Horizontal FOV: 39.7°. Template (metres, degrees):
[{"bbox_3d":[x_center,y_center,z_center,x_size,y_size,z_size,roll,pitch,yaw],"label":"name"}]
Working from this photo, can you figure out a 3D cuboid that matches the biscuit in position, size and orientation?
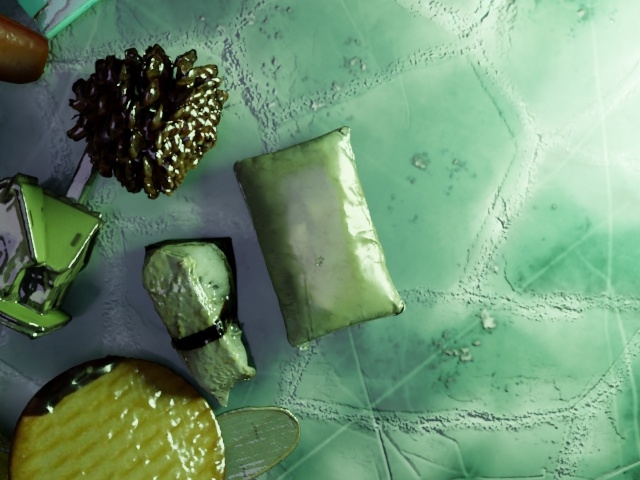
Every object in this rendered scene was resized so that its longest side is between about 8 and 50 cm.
[{"bbox_3d":[-0.287,0.320,1.280,0.318,0.040,0.318,11,62,-22],"label":"biscuit"}]

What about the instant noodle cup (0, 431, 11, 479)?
[{"bbox_3d":[-0.519,0.353,1.292,0.153,0.205,0.205,36,94,-11],"label":"instant noodle cup"}]

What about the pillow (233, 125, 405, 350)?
[{"bbox_3d":[0.000,0.000,1.321,0.185,0.075,0.302,-17,93,1],"label":"pillow"}]

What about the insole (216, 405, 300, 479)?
[{"bbox_3d":[-0.198,0.341,1.383,0.348,0.009,0.119,-15,96,0],"label":"insole"}]

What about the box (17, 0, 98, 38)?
[{"bbox_3d":[-0.406,-0.435,1.288,0.162,0.041,0.229,-37,95,3],"label":"box"}]

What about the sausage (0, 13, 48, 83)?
[{"bbox_3d":[-0.480,-0.286,1.186,0.083,0.300,0.089,38,96,25],"label":"sausage"}]

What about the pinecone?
[{"bbox_3d":[-0.244,-0.174,1.234,0.221,0.221,0.221,0,95,-1],"label":"pinecone"}]

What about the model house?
[{"bbox_3d":[-0.401,-0.034,1.249,0.205,0.218,0.278,27,90,-4],"label":"model house"}]

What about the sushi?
[{"bbox_3d":[-0.179,0.131,1.312,0.134,0.109,0.273,-10,95,0],"label":"sushi"}]
